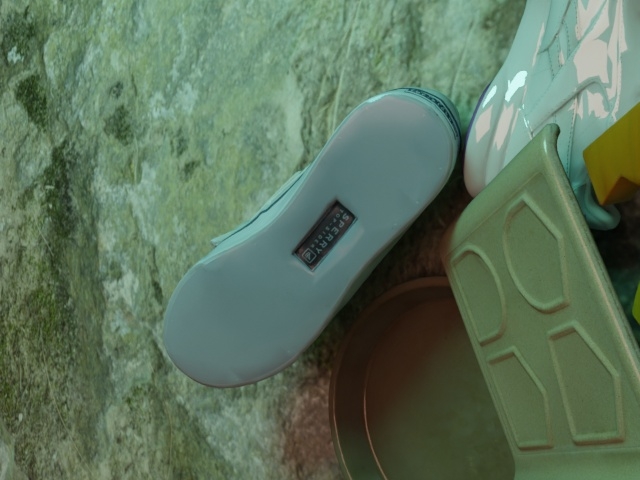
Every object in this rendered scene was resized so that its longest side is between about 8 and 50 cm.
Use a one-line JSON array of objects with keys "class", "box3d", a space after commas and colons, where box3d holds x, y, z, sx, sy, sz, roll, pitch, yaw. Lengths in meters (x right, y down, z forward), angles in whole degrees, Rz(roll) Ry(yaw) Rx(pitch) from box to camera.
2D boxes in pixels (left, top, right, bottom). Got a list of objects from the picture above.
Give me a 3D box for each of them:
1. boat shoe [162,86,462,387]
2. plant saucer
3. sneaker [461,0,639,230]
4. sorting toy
[{"class": "boat shoe", "box3d": [-0.005, -0.007, 0.695, 0.136, 0.156, 0.367, 42, 116, 3]}, {"class": "plant saucer", "box3d": [0.124, 0.169, 0.661, 0.278, 0.041, 0.278, 3, 94, 41]}, {"class": "sneaker", "box3d": [0.214, -0.150, 0.528, 0.152, 0.114, 0.305, 28, 119, 29]}, {"class": "sorting toy", "box3d": [0.163, 0.047, 0.466, 0.307, 0.041, 0.229, 116, 142, -70]}]
